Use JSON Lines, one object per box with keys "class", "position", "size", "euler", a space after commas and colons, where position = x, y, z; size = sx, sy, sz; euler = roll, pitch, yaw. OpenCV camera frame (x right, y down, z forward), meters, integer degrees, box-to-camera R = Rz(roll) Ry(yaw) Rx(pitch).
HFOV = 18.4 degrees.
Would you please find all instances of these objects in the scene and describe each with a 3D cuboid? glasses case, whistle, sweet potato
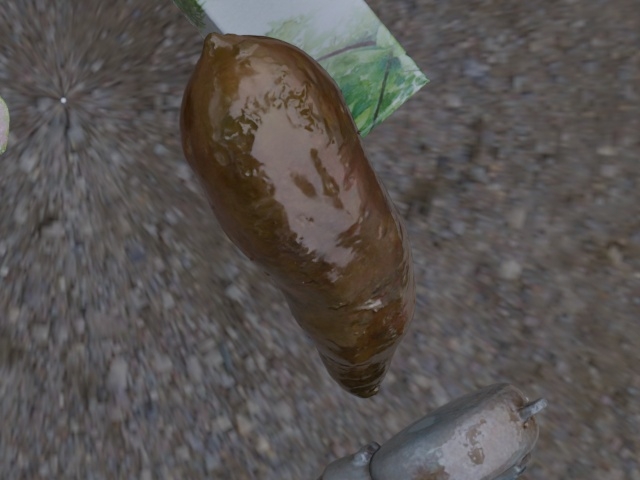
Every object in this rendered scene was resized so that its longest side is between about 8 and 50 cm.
{"class": "glasses case", "position": [-0.052, -0.177, 1.303], "size": [0.095, 0.062, 0.272], "euler": [-40, 94, -12]}
{"class": "whistle", "position": [0.050, 0.146, 1.218], "size": [0.220, 0.107, 0.057], "euler": [-27, 91, 27]}
{"class": "sweet potato", "position": [0.001, 0.001, 1.104], "size": [0.097, 0.097, 0.292], "euler": [-29, 133, -5]}

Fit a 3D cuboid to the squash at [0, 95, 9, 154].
{"class": "squash", "position": [-0.277, -0.101, 1.194], "size": [0.083, 0.250, 0.083], "euler": [-18, 123, -31]}
